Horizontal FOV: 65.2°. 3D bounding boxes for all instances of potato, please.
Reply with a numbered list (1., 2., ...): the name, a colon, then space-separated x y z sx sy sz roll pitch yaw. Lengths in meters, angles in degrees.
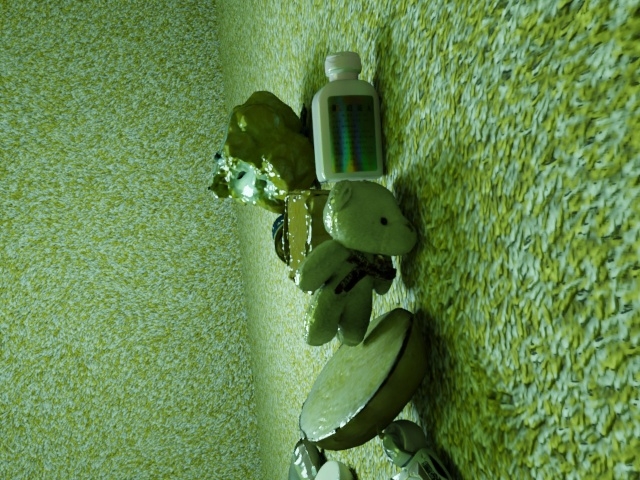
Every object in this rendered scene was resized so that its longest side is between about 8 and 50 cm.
1. potato: 0.083 0.246 0.816 0.299 0.116 0.239 -48 3 43

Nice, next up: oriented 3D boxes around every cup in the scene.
1. cup: -0.062 -0.030 1.353 0.176 0.131 0.155 -63 17 5

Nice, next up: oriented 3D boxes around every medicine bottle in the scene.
1. medicine bottle: 0.046 -0.212 0.879 0.078 0.115 0.219 -166 72 -75

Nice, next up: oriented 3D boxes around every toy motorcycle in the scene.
1. toy motorcycle: 0.162 0.379 0.738 0.254 0.112 0.112 -107 19 -45

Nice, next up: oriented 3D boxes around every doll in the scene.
1. doll: 0.063 0.045 0.800 0.175 0.149 0.278 -10 -65 -67

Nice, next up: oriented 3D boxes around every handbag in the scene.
1. handbag: -0.041 0.737 1.545 0.270 0.117 0.182 100 150 -41

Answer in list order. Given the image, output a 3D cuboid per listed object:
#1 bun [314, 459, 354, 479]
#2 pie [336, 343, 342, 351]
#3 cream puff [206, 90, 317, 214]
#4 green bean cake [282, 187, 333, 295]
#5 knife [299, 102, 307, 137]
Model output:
1. bun: 0.043 0.626 1.243 0.138 0.094 0.138 -51 20 27
2. pie: 0.073 0.230 1.098 0.191 0.033 0.088 156 123 -75
3. cream puff: -0.132 -0.226 1.301 0.323 0.270 0.274 143 140 -60
4. green bean cake: 0.000 0.000 1.097 0.224 0.131 0.230 -158 67 -70
5. knife: -0.056 -0.251 1.408 0.296 0.026 0.044 100 161 -51
